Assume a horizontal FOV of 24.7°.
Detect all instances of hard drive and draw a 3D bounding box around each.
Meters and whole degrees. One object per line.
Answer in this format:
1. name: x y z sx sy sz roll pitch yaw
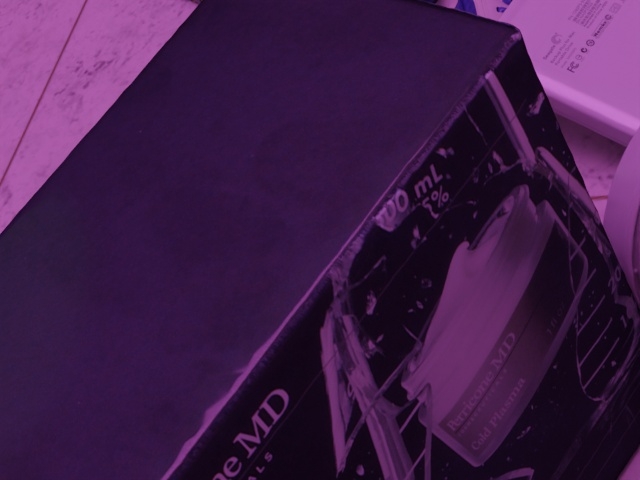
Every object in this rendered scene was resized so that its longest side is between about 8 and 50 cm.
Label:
1. hard drive: 0.333 -0.182 1.436 0.308 0.040 0.203 30 70 22

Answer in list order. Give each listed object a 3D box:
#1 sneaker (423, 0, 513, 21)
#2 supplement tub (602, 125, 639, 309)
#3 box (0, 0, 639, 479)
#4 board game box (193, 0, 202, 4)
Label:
1. sneaker: 0.196 -0.235 1.590 0.315 0.127 0.182 -48 49 -3
2. supplement tub: 0.416 0.012 1.150 0.331 0.241 0.241 23 67 41
3. box: -0.012 0.129 1.135 0.297 0.471 0.480 22 67 41
4. board game box: -0.126 -0.385 1.959 0.160 0.039 0.211 -46 46 -13
